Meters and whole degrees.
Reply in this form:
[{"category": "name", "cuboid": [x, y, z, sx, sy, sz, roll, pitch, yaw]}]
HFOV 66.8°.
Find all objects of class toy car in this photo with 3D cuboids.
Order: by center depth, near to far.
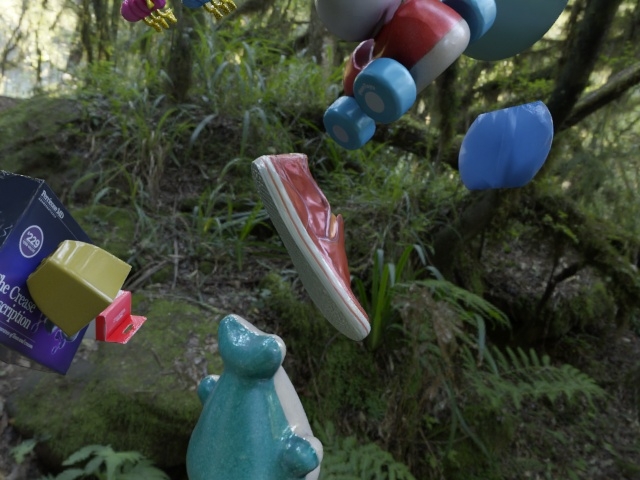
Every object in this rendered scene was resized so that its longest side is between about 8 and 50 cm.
[{"category": "toy car", "cuboid": [0.060, -0.291, 0.650, 0.238, 0.219, 0.210, 47, -19, -8]}]

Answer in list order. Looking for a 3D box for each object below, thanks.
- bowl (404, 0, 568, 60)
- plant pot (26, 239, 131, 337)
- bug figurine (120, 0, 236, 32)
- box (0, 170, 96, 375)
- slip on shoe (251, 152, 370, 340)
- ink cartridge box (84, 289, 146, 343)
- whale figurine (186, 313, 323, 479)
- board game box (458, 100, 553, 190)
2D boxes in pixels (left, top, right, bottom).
[{"category": "bowl", "cuboid": [0.259, -0.471, 0.837, 0.163, 0.311, 0.311, -16, 23, -33]}, {"category": "plant pot", "cuboid": [-0.298, 0.049, 0.588, 0.083, 0.081, 0.081, 46, 18, -25]}, {"category": "bug figurine", "cuboid": [-0.256, -0.433, 0.706, 0.216, 0.279, 0.072, -20, 24, 33]}, {"category": "box", "cuboid": [-0.397, 0.054, 0.649, 0.103, 0.184, 0.261, 10, -28, 3]}, {"category": "slip on shoe", "cuboid": [0.000, 0.000, 0.767, 0.101, 0.331, 0.123, -23, -13, -16]}, {"category": "ink cartridge box", "cuboid": [-0.575, 0.178, 1.227, 0.231, 0.078, 0.134, 10, 22, 2]}, {"category": "whale figurine", "cuboid": [-0.098, 0.234, 0.609, 0.216, 0.272, 0.141, 20, 31, 37]}, {"category": "board game box", "cuboid": [0.296, -0.141, 0.769, 0.033, 0.133, 0.169, 15, -6, -32]}]
